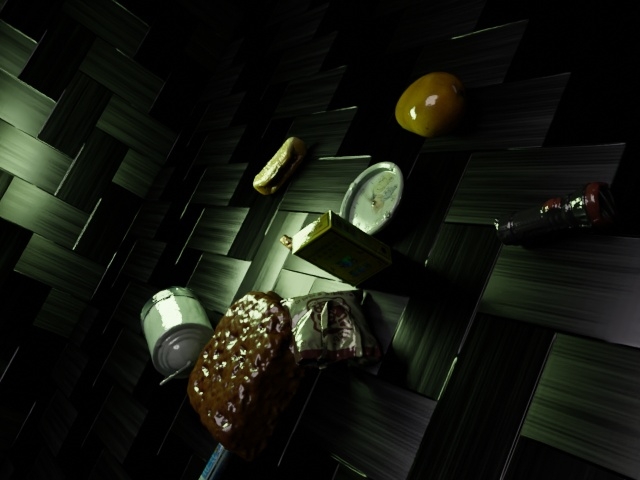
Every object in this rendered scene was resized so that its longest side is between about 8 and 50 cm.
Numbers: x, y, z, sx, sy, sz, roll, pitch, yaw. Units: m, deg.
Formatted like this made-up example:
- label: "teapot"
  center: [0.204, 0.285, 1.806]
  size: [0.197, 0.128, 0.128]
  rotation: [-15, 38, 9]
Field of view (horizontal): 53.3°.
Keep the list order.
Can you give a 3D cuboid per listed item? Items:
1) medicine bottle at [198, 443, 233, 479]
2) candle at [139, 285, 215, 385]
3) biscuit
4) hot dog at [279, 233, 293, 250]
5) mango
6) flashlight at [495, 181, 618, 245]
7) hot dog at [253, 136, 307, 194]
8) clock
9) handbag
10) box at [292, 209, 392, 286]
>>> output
- label: "medicine bottle"
  center: [-0.294, 0.633, 1.710]
  size: [0.191, 0.051, 0.051]
  rotation: [-60, 32, -4]
- label: "candle"
  center: [-0.450, 0.308, 2.053]
  size: [0.221, 0.221, 0.342]
  rotation: [-53, 36, 7]
- label: "biscuit"
  center: [-0.189, 0.339, 1.714]
  size: [0.395, 0.166, 0.343]
  rotation: [-60, 30, -1]
- label: "hot dog"
  center: [-0.108, 0.002, 2.015]
  size: [0.030, 0.034, 0.090]
  rotation: [-55, 31, 2]
- label: "mango"
  center: [0.292, -0.363, 1.686]
  size: [0.175, 0.139, 0.254]
  rotation: [-48, 26, 3]
- label: "flashlight"
  center: [0.450, -0.047, 1.244]
  size: [0.232, 0.093, 0.093]
  rotation: [-17, 50, 48]
- label: "hot dog"
  center: [-0.138, -0.251, 2.232]
  size: [0.242, 0.084, 0.073]
  rotation: [-46, 37, 18]
- label: "clock"
  center: [0.148, -0.101, 1.736]
  size: [0.236, 0.053, 0.236]
  rotation: [-35, 39, 35]
- label: "handbag"
  center: [0.025, 0.204, 1.529]
  size: [0.235, 0.213, 0.127]
  rotation: [-109, 19, -54]
- label: "box"
  center: [0.056, 0.025, 1.595]
  size: [0.141, 0.220, 0.064]
  rotation: [-36, 38, 33]
